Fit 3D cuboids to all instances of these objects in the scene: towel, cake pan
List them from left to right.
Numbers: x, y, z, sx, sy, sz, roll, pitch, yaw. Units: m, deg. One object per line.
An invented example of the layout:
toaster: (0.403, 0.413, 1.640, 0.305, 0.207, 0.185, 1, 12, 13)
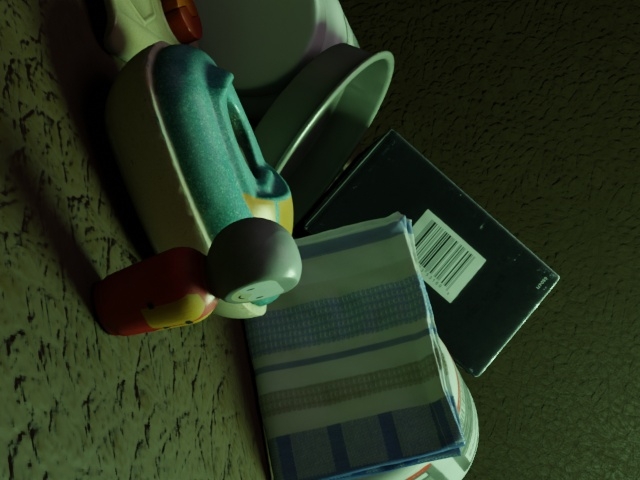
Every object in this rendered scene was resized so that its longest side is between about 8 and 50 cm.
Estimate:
cake pan: (-0.018, -0.112, 1.109, 0.054, 0.293, 0.293, 36, 3, 10)
towel: (0.026, 0.113, 1.005, 0.034, 0.209, 0.285, 73, 4, -62)

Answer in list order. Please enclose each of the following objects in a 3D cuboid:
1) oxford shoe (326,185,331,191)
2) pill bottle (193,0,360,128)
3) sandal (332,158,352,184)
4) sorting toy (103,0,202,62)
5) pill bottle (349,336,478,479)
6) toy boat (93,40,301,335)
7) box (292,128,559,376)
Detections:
oxford shoe: (-0.026, -0.113, 1.633, 0.076, 0.076, 0.212, 124, -24, -47)
pill bottle: (-0.056, -0.248, 1.232, 0.361, 0.204, 0.204, 15, 58, -80)
sandal: (0.047, -0.132, 2.029, 0.303, 0.086, 0.120, 53, 19, -49)
sorting toy: (-0.189, -0.286, 0.910, 0.307, 0.041, 0.229, 19, 60, -73)
pill bottle: (0.088, 0.226, 1.176, 0.363, 0.210, 0.210, 55, 19, -64)
toy boat: (-0.086, -0.025, 0.780, 0.318, 0.148, 0.267, -91, 161, -64)
box: (0.129, 0.015, 1.309, 0.296, 0.183, 0.294, 41, -5, -4)
